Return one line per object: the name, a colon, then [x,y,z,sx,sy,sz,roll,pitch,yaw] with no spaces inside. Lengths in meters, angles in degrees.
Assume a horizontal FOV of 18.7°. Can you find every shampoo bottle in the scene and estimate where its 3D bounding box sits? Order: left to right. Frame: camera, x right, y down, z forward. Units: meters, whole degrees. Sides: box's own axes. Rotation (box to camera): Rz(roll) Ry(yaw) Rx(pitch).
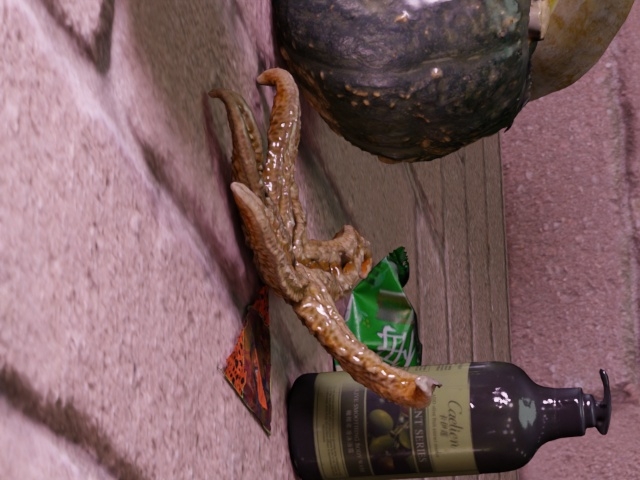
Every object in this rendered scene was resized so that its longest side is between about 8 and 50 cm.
shampoo bottle: [0.117,0.159,1.731,0.101,0.284,0.101,-4,90,-79]

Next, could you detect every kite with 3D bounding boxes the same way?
kite: [-0.052,0.109,1.628,0.222,0.008,0.125,-69,153,-65]

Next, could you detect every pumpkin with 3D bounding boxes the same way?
pumpkin: [0.091,-0.223,1.869,0.291,0.257,0.327,81,17,-46]
pumpkin: [0.214,-0.346,2.367,0.199,0.332,0.332,29,56,-71]

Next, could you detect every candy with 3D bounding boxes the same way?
candy: [0.056,0.121,1.985,0.141,0.078,0.203,48,48,-53]

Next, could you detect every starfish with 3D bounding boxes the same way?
starfish: [-0.008,0.007,1.649,0.327,0.094,0.375,61,11,4]
